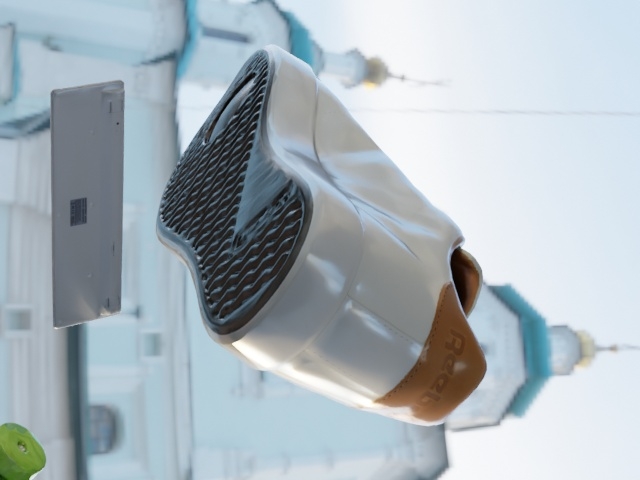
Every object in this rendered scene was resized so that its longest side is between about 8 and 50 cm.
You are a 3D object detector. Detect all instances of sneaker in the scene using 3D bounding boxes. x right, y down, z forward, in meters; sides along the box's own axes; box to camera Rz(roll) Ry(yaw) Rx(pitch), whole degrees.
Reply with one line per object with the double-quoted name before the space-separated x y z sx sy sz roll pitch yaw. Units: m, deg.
"sneaker" 0.000 0.000 0.638 0.106 0.123 0.290 -52 -158 15

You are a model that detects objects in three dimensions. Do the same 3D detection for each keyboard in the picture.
"keyboard" -0.223 -0.030 1.310 0.014 0.072 0.256 47 -41 51

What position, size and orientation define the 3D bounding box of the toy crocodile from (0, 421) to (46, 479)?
"toy crocodile" -0.384 0.198 1.405 0.115 0.105 0.340 -37 -95 20
